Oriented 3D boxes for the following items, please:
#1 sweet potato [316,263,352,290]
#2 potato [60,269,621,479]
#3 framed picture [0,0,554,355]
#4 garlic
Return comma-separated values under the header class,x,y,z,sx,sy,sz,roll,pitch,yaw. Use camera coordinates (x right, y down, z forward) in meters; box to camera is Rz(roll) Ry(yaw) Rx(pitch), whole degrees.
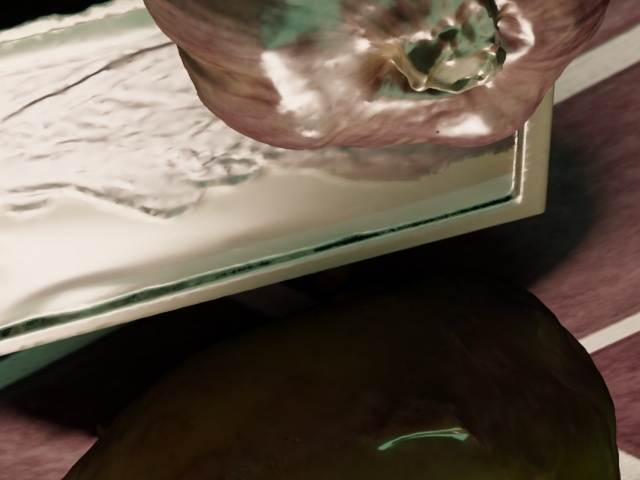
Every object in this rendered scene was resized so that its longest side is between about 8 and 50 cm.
class,x,y,z,sx,sy,sz,roll,pitch,yaw
sweet potato,0.000,0.000,0.765,0.026,0.026,0.115,-20,157,6
potato,0.012,0.133,0.824,0.289,0.301,0.237,-44,164,-51
framed picture,-0.038,-0.039,0.643,0.265,0.018,0.192,-15,145,-5
garlic,0.021,-0.082,0.510,0.147,0.102,0.159,-33,142,25
